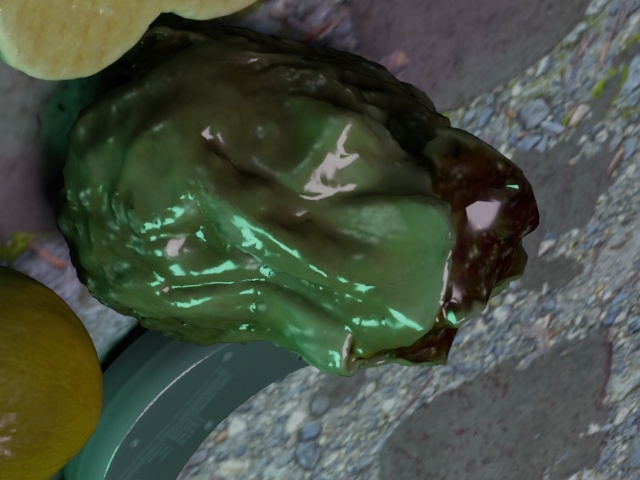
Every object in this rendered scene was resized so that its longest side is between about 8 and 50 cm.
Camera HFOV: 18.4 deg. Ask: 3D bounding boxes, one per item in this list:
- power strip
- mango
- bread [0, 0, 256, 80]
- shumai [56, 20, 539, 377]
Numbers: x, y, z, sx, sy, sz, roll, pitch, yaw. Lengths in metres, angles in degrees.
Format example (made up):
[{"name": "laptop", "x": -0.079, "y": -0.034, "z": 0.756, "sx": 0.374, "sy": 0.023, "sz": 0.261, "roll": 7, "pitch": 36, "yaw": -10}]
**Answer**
[{"name": "power strip", "x": -0.092, "y": 0.115, "z": 1.199, "sx": 0.216, "sy": 0.044, "sz": 0.137, "roll": -47, "pitch": 147, "yaw": 1}, {"name": "mango", "x": -0.219, "y": 0.085, "z": 1.004, "sx": 0.237, "sy": 0.091, "sz": 0.137, "roll": -11, "pitch": 109, "yaw": -33}, {"name": "bread", "x": -0.089, "y": -0.217, "z": 0.899, "sx": 0.316, "sy": 0.054, "sz": 0.316, "roll": -26, "pitch": 137, "yaw": -27}, {"name": "shumai", "x": -0.001, "y": -0.001, "z": 1.057, "sx": 0.256, "sy": 0.218, "sz": 0.189, "roll": 1, "pitch": 117, "yaw": -49}]
